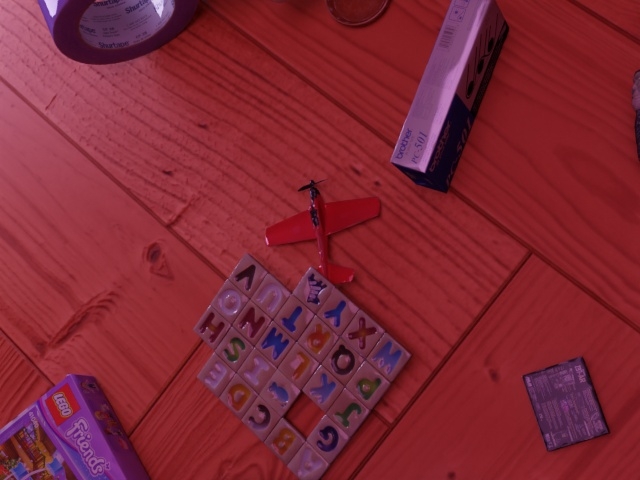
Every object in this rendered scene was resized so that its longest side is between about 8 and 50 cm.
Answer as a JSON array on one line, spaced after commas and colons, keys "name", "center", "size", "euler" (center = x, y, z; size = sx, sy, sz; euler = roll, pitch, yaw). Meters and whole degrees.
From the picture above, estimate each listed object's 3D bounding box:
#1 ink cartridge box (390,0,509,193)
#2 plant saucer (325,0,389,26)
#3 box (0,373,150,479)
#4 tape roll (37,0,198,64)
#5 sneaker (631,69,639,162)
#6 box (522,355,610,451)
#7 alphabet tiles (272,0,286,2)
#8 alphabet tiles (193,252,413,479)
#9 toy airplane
[{"name": "ink cartridge box", "center": [0.145, -0.164, 1.173], "size": [0.046, 0.097, 0.207], "euler": [20, 86, 23]}, {"name": "plant saucer", "center": [0.046, -0.298, 1.284], "size": [0.083, 0.013, 0.084], "euler": [-5, 77, 20]}, {"name": "box", "center": [-0.292, 0.336, 1.264], "size": [0.201, 0.057, 0.293], "euler": [-38, 69, 11]}, {"name": "tape roll", "center": [-0.251, -0.305, 1.306], "size": [0.189, 0.189, 0.080], "euler": [-30, 70, 13]}, {"name": "sneaker", "center": [0.453, -0.108, 1.053], "size": [0.283, 0.110, 0.122], "euler": [6, 93, 29]}, {"name": "box", "center": [0.255, 0.170, 1.105], "size": [0.067, 0.018, 0.083], "euler": [-22, 72, 16]}, {"name": "alphabet tiles", "center": [-0.051, -0.425, 1.307], "size": [0.278, 0.021, 0.284], "euler": [-24, 69, -3]}, {"name": "alphabet tiles", "center": [-0.037, 0.131, 1.217], "size": [0.237, 0.009, 0.198], "euler": [41, 104, 23]}, {"name": "toy airplane", "center": [0.000, 0.000, 1.234], "size": [0.151, 0.028, 0.151], "euler": [-5, 78, 22]}]
